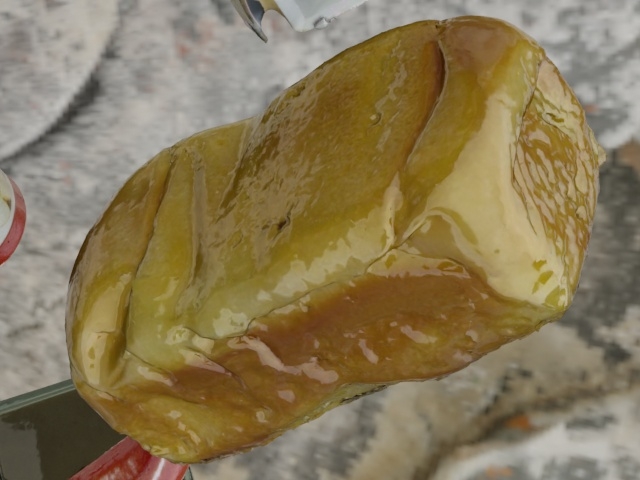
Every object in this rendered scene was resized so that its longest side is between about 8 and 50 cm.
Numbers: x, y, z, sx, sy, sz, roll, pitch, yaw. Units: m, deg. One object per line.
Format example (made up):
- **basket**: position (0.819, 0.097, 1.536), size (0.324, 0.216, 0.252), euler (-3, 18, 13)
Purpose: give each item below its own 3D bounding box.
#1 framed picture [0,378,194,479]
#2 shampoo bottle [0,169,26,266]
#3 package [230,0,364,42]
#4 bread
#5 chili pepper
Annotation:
- **framed picture**: position (-0.202, 0.232, 1.682), size (0.184, 0.016, 0.250), euler (-19, 60, -2)
- **shampoo bottle**: position (-0.341, -0.060, 1.500), size (0.104, 0.104, 0.278), euler (-64, 155, -11)
- **package**: position (-0.050, -0.286, 1.309), size (0.165, 0.221, 0.311), euler (-39, 148, 0)
- **bread**: position (0.000, 0.000, 0.974), size (0.132, 0.294, 0.167), euler (43, 40, -35)
- **chili pepper**: position (-0.142, 0.179, 1.480), size (0.088, 0.169, 0.065), euler (49, 22, 15)
